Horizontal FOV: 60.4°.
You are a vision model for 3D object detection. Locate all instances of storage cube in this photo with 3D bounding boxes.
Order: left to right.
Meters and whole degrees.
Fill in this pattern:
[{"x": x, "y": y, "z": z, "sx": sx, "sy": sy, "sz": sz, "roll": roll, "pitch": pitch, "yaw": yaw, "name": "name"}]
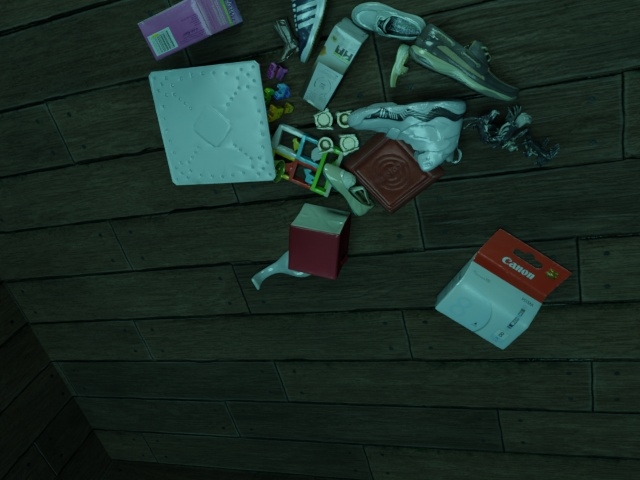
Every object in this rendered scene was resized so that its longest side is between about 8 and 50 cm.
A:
[{"x": 0.000, "y": 0.000, "z": 2.018, "sx": 0.214, "sy": 0.184, "sz": 0.193, "roll": 11, "pitch": 122, "yaw": 13, "name": "storage cube"}]

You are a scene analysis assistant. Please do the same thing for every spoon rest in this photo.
[{"x": -0.142, "y": 0.111, "z": 2.209, "sx": 0.276, "sy": 0.084, "sz": 0.137, "roll": -21, "pitch": 114, "yaw": 14, "name": "spoon rest"}]

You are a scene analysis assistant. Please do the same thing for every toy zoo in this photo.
[{"x": -0.076, "y": -0.293, "z": 1.954, "sx": 0.293, "sy": 0.030, "sz": 0.193, "roll": 24, "pitch": 125, "yaw": 4, "name": "toy zoo"}]

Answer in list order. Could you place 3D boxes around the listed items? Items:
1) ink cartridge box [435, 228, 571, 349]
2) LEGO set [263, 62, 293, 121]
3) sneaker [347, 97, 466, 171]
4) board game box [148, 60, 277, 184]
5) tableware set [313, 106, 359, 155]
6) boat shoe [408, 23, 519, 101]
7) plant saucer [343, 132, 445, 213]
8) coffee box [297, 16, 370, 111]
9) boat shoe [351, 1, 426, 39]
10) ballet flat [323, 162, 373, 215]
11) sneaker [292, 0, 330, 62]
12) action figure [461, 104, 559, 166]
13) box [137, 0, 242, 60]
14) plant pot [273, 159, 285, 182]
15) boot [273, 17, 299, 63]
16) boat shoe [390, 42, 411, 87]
[{"x": 0.648, "y": 0.185, "z": 1.972, "sx": 0.308, "sy": 0.091, "sz": 0.385, "roll": 32, "pitch": 126, "yaw": -2, "name": "ink cartridge box"}, {"x": -0.138, "y": -0.472, "z": 1.841, "sx": 0.087, "sy": 0.093, "sz": 0.227, "roll": 48, "pitch": 135, "yaw": 24, "name": "LEGO set"}, {"x": 0.270, "y": -0.324, "z": 1.716, "sx": 0.365, "sy": 0.137, "sz": 0.211, "roll": -4, "pitch": 109, "yaw": 6, "name": "sneaker"}, {"x": -0.355, "y": -0.388, "z": 1.855, "sx": 0.389, "sy": 0.050, "sz": 0.391, "roll": -1, "pitch": 113, "yaw": 15, "name": "board game box"}, {"x": 0.052, "y": -0.366, "z": 1.853, "sx": 0.140, "sy": 0.020, "sz": 0.169, "roll": -5, "pitch": 106, "yaw": 13, "name": "tableware set"}, {"x": 0.431, "y": -0.510, "z": 1.581, "sx": 0.355, "sy": 0.132, "sz": 0.130, "roll": 21, "pitch": 109, "yaw": -13, "name": "boat shoe"}, {"x": 0.243, "y": -0.236, "z": 1.874, "sx": 0.259, "sy": 0.048, "sz": 0.258, "roll": 44, "pitch": 124, "yaw": -12, "name": "plant saucer"}, {"x": 0.041, "y": -0.542, "z": 1.695, "sx": 0.098, "sy": 0.141, "sz": 0.247, "roll": 32, "pitch": 124, "yaw": -3, "name": "coffee box"}, {"x": 0.197, "y": -0.644, "z": 1.616, "sx": 0.227, "sy": 0.081, "sz": 0.079, "roll": 16, "pitch": 124, "yaw": 8, "name": "boat shoe"}, {"x": 0.106, "y": -0.186, "z": 1.912, "sx": 0.086, "sy": 0.086, "sz": 0.248, "roll": -21, "pitch": 130, "yaw": 28, "name": "ballet flat"}, {"x": -0.061, "y": -0.694, "z": 1.659, "sx": 0.153, "sy": 0.099, "sz": 0.283, "roll": 18, "pitch": 118, "yaw": 1, "name": "sneaker"}, {"x": 0.567, "y": -0.331, "z": 1.638, "sx": 0.275, "sy": 0.164, "sz": 0.141, "roll": 22, "pitch": 121, "yaw": -12, "name": "action figure"}, {"x": -0.395, "y": -0.673, "z": 1.697, "sx": 0.213, "sy": 0.243, "sz": 0.117, "roll": -14, "pitch": 116, "yaw": 24, "name": "box"}, {"x": -0.180, "y": -0.257, "z": 1.951, "sx": 0.079, "sy": 0.083, "sz": 0.083, "roll": 22, "pitch": 126, "yaw": 19, "name": "plant pot"}, {"x": -0.127, "y": -0.638, "z": 1.754, "sx": 0.106, "sy": 0.037, "sz": 0.114, "roll": -28, "pitch": 113, "yaw": 16, "name": "boot"}, {"x": 0.248, "y": -0.532, "z": 1.687, "sx": 0.045, "sy": 0.050, "sz": 0.136, "roll": 21, "pitch": 125, "yaw": 12, "name": "boat shoe"}]
